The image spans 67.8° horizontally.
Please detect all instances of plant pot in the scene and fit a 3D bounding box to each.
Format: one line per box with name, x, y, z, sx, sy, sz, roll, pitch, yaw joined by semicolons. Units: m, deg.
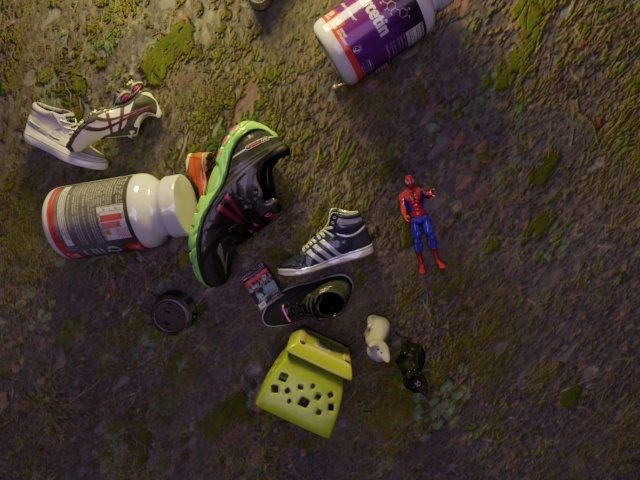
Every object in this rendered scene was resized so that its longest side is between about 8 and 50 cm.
plant pot;-0.030;0.385;1.362;0.227;0.228;0.207;25;95;0

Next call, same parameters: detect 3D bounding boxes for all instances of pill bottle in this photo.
pill bottle;-0.542;-0.072;1.318;0.362;0.210;0.210;-8;100;7
pill bottle;0.155;-0.550;1.192;0.322;0.181;0.182;-33;96;9

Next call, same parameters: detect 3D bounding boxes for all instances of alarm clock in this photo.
alarm clock;-0.429;0.224;1.443;0.191;0.064;0.130;7;101;0

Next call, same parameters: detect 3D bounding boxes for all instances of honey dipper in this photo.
honey dipper;0.105;-0.447;1.295;0.160;0.030;0.031;-22;98;12

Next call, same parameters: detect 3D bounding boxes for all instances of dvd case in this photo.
dvd case;-0.173;0.134;1.409;0.087;0.013;0.119;-37;74;10

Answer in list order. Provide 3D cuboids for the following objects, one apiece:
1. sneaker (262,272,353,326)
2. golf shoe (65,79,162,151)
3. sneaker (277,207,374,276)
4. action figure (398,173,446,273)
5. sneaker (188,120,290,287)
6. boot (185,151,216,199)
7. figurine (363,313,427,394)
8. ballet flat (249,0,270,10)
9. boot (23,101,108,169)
sneaker;-0.046;0.186;1.361;0.295;0.147;0.105;-23;100;9
golf shoe;-0.567;-0.317;1.306;0.273;0.105;0.120;-42;113;-8
sneaker;0.000;0.000;1.346;0.282;0.099;0.153;-16;104;0
action figure;0.278;-0.045;1.303;0.091;0.139;0.281;-16;96;6
sneaker;-0.220;-0.078;1.308;0.202;0.185;0.483;22;102;4
boot;-0.344;-0.176;1.370;0.084;0.059;0.158;7;105;21
figurine;0.207;0.320;1.334;0.215;0.209;0.092;39;101;-3
ballet flat;-0.116;-0.702;1.243;0.072;0.068;0.213;37;101;-3
boot;-0.712;-0.299;1.347;0.258;0.095;0.124;23;108;1
